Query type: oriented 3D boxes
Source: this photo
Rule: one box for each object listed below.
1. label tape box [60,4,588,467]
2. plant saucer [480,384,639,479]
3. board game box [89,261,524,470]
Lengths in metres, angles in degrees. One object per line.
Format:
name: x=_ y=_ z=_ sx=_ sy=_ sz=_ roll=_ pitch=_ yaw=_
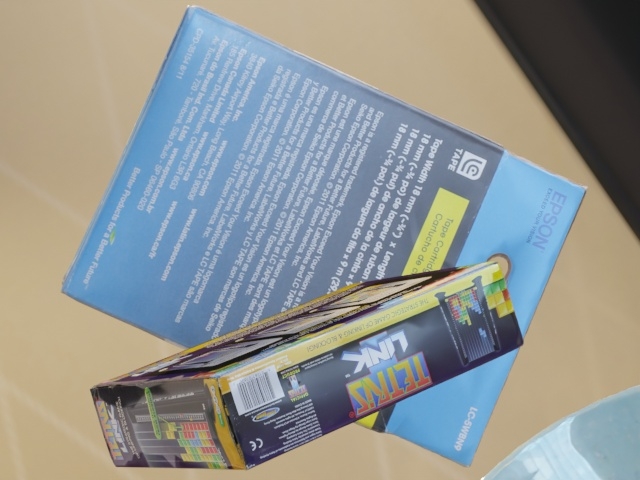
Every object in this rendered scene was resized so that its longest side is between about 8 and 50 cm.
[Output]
label tape box: x=0.000 y=0.000 z=1.315 sx=0.106 sy=0.334 sz=0.240 roll=158 pitch=137 yaw=-82
plant saucer: x=0.119 y=0.117 z=0.496 sx=0.195 sy=0.037 sz=0.195 roll=-16 pitch=34 yaw=12
board game box: x=-0.008 y=0.063 z=0.846 sx=0.170 sy=0.048 sz=0.141 roll=-20 pitch=3 yaw=-31
